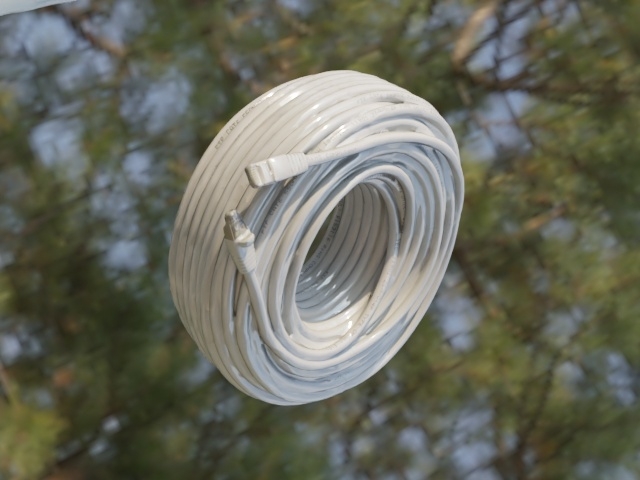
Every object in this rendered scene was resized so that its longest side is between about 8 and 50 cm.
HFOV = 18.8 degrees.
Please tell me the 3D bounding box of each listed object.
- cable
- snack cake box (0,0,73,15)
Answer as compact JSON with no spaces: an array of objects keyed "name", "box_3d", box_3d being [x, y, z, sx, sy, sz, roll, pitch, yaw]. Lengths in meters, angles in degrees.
[{"name":"cable","box_3d":[0.000,0.000,1.443,0.089,0.257,0.257,29,-48,34]},{"name":"snack cake box","box_3d":[-0.194,-0.208,0.766,0.264,0.089,0.152,26,-64,23]}]
